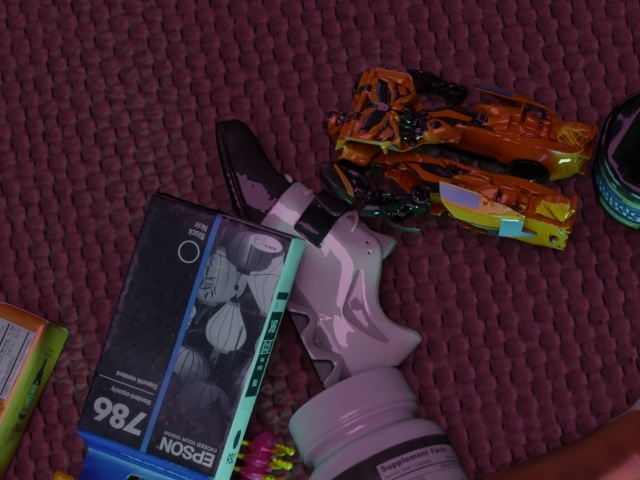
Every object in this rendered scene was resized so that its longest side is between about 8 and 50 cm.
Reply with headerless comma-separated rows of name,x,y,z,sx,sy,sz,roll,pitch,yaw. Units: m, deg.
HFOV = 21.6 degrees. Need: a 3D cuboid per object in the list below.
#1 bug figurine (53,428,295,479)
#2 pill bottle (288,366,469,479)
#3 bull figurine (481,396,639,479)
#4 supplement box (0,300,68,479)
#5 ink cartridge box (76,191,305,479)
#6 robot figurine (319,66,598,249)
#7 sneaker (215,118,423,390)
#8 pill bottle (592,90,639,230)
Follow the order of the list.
bug figurine,-0.145,0.282,1.813,0.279,0.072,0.216,19,77,14
pill bottle,0.084,0.286,1.731,0.161,0.161,0.283,-28,69,1
bull figurine,0.317,0.262,1.743,0.310,0.101,0.188,-26,80,13
supplement box,-0.366,0.186,1.852,0.080,0.078,0.233,24,84,13
ink cartridge box,-0.144,0.130,1.746,0.165,0.065,0.333,17,92,13
robot figurine,0.144,-0.100,1.812,0.291,0.085,0.211,17,56,5
sneaker,0.000,0.000,1.825,0.146,0.122,0.330,-28,88,0
pill bottle,0.345,-0.076,1.741,0.123,0.219,0.123,-1,80,6
